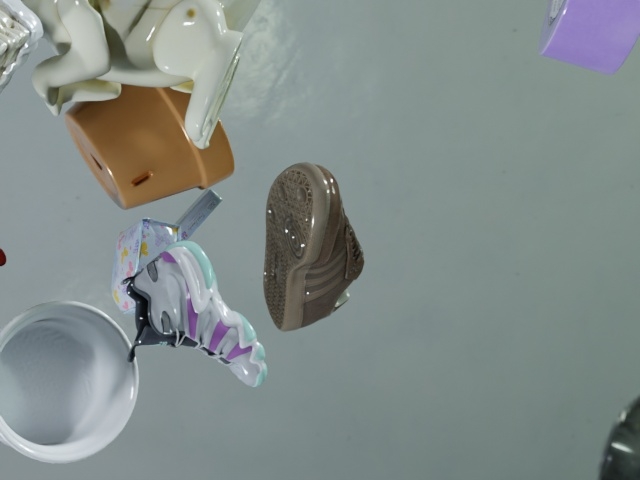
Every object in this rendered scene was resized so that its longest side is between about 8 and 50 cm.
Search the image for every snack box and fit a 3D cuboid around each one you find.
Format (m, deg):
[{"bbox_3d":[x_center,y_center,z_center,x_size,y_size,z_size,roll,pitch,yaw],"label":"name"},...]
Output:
[{"bbox_3d":[-0.265,-0.044,1.923,0.037,0.100,0.141,42,85,-13],"label":"snack box"}]

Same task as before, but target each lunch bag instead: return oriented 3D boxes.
[{"bbox_3d":[-0.169,0.028,0.903,0.053,0.071,0.083,15,69,-27],"label":"lunch bag"}]

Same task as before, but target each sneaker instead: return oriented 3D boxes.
[{"bbox_3d":[-0.080,0.056,0.540,0.069,0.038,0.098,-34,92,-29],"label":"sneaker"},{"bbox_3d":[0.000,0.000,0.711,0.071,0.188,0.066,-17,62,-21],"label":"sneaker"}]

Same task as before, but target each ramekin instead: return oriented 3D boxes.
[{"bbox_3d":[-0.477,0.250,1.653,0.277,0.135,0.277,7,78,-36],"label":"ramekin"}]

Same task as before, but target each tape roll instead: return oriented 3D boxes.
[{"bbox_3d":[0.296,-0.274,0.972,0.080,0.189,0.189,17,86,2],"label":"tape roll"}]

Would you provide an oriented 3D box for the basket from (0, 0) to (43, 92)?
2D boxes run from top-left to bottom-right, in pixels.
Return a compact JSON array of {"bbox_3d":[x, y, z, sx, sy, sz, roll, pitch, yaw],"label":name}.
[{"bbox_3d":[-0.590,-0.226,1.137,0.328,0.331,0.266,41,30,-13],"label":"basket"}]

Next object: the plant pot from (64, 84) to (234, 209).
[{"bbox_3d":[-0.316,-0.187,1.662,0.203,0.291,0.291,-34,112,-16],"label":"plant pot"}]

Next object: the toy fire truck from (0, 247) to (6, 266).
[{"bbox_3d":[-0.522,0.038,1.210,0.192,0.135,0.047,-41,153,-19],"label":"toy fire truck"}]

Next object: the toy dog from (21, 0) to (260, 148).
[{"bbox_3d":[-0.305,-0.355,1.361,0.408,0.284,0.395,20,99,-6],"label":"toy dog"}]
